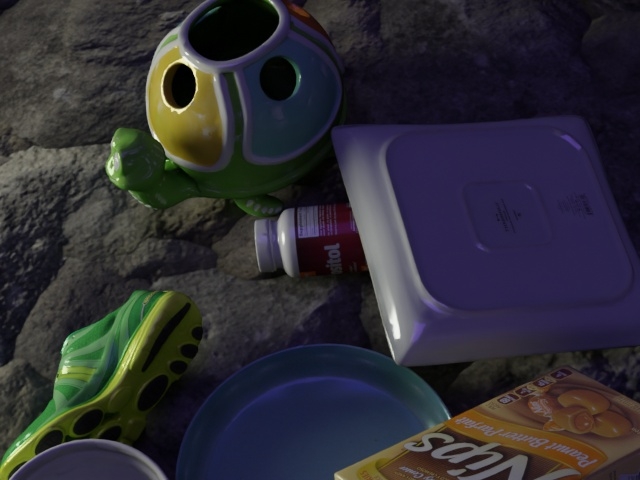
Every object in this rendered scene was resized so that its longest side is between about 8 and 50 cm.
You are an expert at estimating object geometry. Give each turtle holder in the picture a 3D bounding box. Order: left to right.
[{"bbox_3d":[-0.124,-0.180,1.866,0.320,0.227,0.243,-17,56,-6],"label":"turtle holder"}]

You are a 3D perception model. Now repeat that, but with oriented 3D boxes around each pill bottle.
[{"bbox_3d":[0.000,0.000,1.814,0.152,0.086,0.086,-6,55,3],"label":"pill bottle"}]

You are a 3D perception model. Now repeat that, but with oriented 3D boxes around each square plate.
[{"bbox_3d":[0.213,-0.020,1.771,0.344,0.049,0.347,-4,55,-15],"label":"square plate"}]

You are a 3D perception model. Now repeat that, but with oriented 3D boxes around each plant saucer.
[{"bbox_3d":[0.000,0.260,1.661,0.318,0.043,0.317,-3,55,4],"label":"plant saucer"}]

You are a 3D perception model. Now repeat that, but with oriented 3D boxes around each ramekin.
[{"bbox_3d":[-0.242,0.327,1.602,0.207,0.109,0.207,-3,55,5],"label":"ramekin"}]

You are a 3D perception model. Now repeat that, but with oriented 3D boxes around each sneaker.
[{"bbox_3d":[-0.256,0.175,1.729,0.123,0.109,0.295,18,59,48],"label":"sneaker"}]

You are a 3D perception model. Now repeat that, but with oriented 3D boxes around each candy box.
[{"bbox_3d":[0.195,0.246,1.533,0.316,0.087,0.183,-20,27,-28],"label":"candy box"}]
